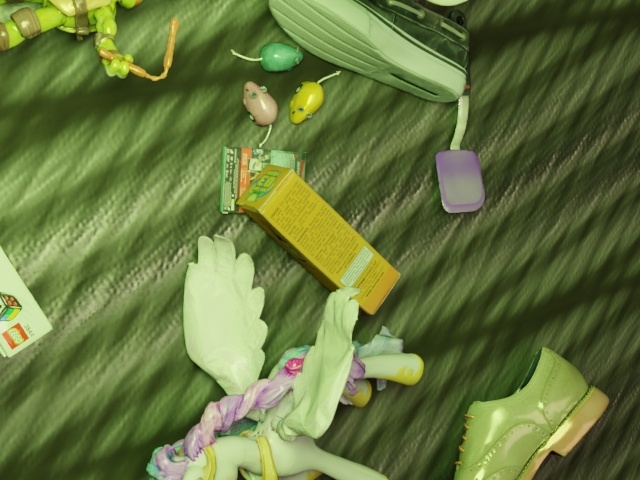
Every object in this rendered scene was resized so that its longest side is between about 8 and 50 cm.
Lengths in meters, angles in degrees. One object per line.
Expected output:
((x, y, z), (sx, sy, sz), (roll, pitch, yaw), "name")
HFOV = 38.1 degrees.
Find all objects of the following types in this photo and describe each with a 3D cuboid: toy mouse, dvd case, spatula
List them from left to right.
((-0.076, -0.078, 1.233), (0.119, 0.013, 0.087), (0, 94, -28), "dvd case")
((-0.058, -0.207, 1.220), (0.143, 0.031, 0.161), (40, 76, -26), "toy mouse")
((0.207, -0.191, 1.368), (0.084, 0.030, 0.297), (-4, 96, -29), "spatula")

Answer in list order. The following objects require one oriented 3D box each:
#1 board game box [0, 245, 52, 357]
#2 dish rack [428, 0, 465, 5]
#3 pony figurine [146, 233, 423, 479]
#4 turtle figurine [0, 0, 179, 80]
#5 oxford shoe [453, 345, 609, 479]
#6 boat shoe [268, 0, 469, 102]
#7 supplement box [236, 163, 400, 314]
((-0.373, 0.003, 0.910), (0.053, 0.305, 0.193), (-36, 111, -25), "board game box")
((0.060, -0.423, 0.951), (0.332, 0.072, 0.286), (17, 101, -23), "dish rack")
((-0.035, 0.196, 1.161), (0.363, 0.302, 0.351), (8, 99, -44), "pony figurine")
((-0.293, -0.285, 1.055), (0.217, 0.087, 0.270), (-13, 79, -24), "turtle figurine")
((0.252, 0.328, 1.407), (0.397, 0.140, 0.146), (-41, 81, -15), "oxford shoe")
((0.072, -0.294, 1.251), (0.335, 0.121, 0.119), (20, 76, -39), "boat shoe")
((0.000, 0.000, 1.234), (0.233, 0.078, 0.080), (41, 78, -30), "supplement box")
